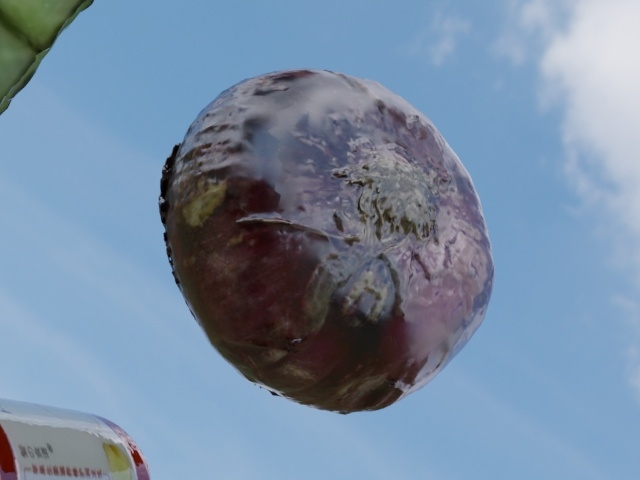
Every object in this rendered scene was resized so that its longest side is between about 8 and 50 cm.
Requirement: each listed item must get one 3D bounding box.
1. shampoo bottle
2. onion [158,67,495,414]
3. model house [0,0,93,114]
[{"bbox_3d":[-0.187,0.132,0.779,0.104,0.104,0.278,20,-4,19],"label":"shampoo bottle"},{"bbox_3d":[0.000,0.000,1.030,0.246,0.246,0.190,42,-49,-17],"label":"onion"},{"bbox_3d":[-0.179,-0.148,0.634,0.189,0.214,0.195,39,-2,-14],"label":"model house"}]
